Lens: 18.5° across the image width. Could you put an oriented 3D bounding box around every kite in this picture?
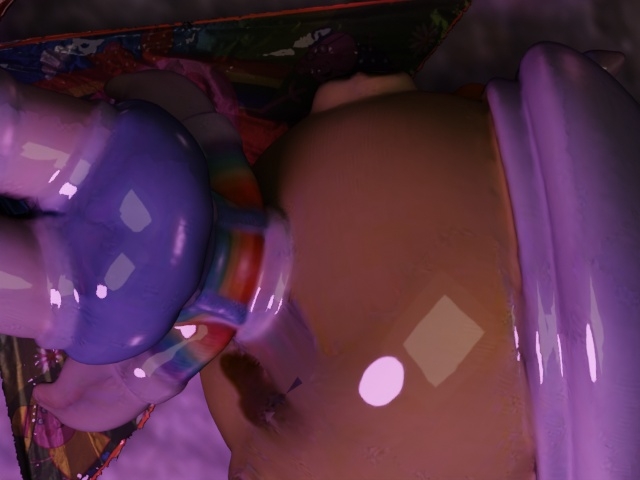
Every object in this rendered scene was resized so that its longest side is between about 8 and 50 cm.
[{"bbox_3d":[-0.074,-0.021,0.869,0.234,0.016,0.321,38,90,-23],"label":"kite"}]

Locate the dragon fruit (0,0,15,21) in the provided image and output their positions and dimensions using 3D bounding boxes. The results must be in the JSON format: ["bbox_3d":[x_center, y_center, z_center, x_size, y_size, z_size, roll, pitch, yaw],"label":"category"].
[{"bbox_3d":[-0.175,-0.212,0.776,0.163,0.189,0.261,-34,113,-40],"label":"dragon fruit"}]

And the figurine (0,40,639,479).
[{"bbox_3d":[-0.006,0.031,0.769,0.382,0.205,0.224,-2,89,-29],"label":"figurine"}]
